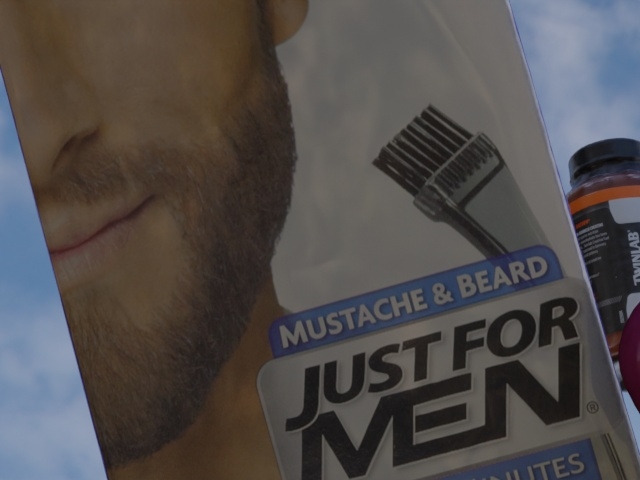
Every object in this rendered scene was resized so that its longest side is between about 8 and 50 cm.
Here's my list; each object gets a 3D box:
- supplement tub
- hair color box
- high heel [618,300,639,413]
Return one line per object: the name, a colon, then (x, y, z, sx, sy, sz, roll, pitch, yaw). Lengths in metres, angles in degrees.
supplement tub: (0.250, 0.017, 1.240, 0.106, 0.198, 0.106, -4, -25, -2)
hair color box: (0.000, 0.000, 0.570, 0.185, 0.110, 0.339, -16, -96, 7)
high heel: (0.252, 0.054, 0.365, 0.377, 0.127, 0.181, 13, -16, 20)
